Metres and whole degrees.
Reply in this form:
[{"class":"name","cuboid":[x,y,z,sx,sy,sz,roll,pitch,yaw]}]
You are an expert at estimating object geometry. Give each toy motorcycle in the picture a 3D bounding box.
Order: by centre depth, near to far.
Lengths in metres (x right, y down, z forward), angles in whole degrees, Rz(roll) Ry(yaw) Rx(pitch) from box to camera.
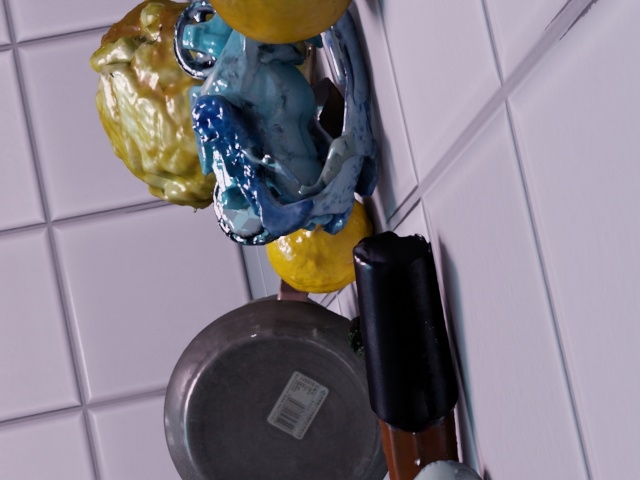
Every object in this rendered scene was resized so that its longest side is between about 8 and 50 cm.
[{"class":"toy motorcycle","cuboid":[-0.043,-0.129,1.784,0.154,0.206,0.260,-3,-102,-54]}]

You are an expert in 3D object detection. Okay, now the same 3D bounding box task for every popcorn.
[{"class":"popcorn","cuboid":[-0.124,-0.162,2.146,0.282,0.282,0.247,-119,21,-71]}]

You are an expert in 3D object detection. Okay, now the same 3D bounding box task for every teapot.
[{"class":"teapot","cuboid":[-0.042,0.154,2.071,0.344,0.253,0.300,-117,35,-84]}]

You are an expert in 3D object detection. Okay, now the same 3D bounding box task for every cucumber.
[{"class":"cucumber","cuboid":[0.066,0.076,1.712,0.215,0.058,0.052,120,172,-77]}]

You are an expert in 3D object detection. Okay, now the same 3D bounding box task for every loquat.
[{"class":"loquat","cuboid":[-0.036,-0.259,1.629,0.204,0.149,0.172,13,-116,-81]}]

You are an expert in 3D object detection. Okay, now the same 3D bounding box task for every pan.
[{"class":"pan","cuboid":[0.001,-0.135,1.942,0.128,0.048,0.202,-23,40,58]}]

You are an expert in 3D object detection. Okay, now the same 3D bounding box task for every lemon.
[{"class":"lemon","cuboid":[0.000,0.000,1.917,0.155,0.114,0.114,73,-175,-84]}]

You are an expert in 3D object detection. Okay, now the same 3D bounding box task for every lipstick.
[{"class":"lipstick","cuboid":[0.089,0.185,1.608,0.077,0.077,0.418,-113,12,-62]}]

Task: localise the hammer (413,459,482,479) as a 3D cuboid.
[{"class":"hammer","cuboid":[0.125,0.280,1.556,0.116,0.069,0.194,-108,1,-46]}]
